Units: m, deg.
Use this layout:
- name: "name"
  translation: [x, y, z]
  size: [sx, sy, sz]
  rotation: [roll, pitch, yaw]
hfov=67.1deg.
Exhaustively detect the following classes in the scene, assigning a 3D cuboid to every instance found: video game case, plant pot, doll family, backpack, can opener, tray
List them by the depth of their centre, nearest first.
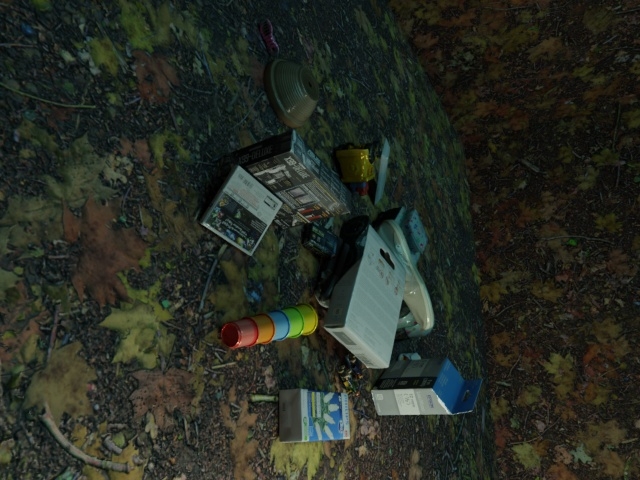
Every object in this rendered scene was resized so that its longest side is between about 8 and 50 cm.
- name: "video game case"
  translation: [-0.201, -0.074, 1.257]
  size: [0.190, 0.022, 0.173]
  rotation: [40, 76, -47]
- name: "doll family"
  translation: [0.108, 0.449, 1.606]
  size: [0.111, 0.076, 0.193]
  rotation: [62, 29, -15]
- name: "can opener"
  translation: [0.049, 0.104, 1.630]
  size: [0.074, 0.093, 0.280]
  rotation: [44, 42, -26]
- name: "plant pot"
  translation: [-0.080, -0.515, 1.649]
  size: [0.237, 0.110, 0.237]
  rotation: [32, 51, -50]
- name: "backpack"
  translation: [0.368, 0.322, 1.989]
  size: [0.144, 0.188, 0.166]
  rotation: [62, 33, -26]
- name: "tray"
  translation: [0.272, -0.297, 2.113]
  size: [0.145, 0.030, 0.270]
  rotation: [-73, 169, -45]
- name: "backpack"
  translation: [0.367, -0.007, 2.147]
  size: [0.225, 0.191, 0.253]
  rotation: [-51, 127, -56]

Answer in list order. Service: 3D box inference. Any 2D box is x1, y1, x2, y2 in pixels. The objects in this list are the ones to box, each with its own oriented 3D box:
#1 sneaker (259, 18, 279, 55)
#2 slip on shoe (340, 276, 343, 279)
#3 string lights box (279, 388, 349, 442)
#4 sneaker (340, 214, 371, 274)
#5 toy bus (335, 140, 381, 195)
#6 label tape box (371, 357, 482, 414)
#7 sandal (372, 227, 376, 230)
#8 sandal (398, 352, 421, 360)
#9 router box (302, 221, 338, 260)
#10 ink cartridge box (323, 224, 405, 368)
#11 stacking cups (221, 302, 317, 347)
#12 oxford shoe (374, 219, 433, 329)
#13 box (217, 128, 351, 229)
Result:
- name: "sneaker"
  translation: [-0.168, -0.691, 1.641]
  size: [0.057, 0.047, 0.119]
  rotation: [-59, 136, -60]
- name: "slip on shoe"
  translation: [0.083, 0.153, 1.717]
  size: [0.135, 0.041, 0.051]
  rotation: [40, 45, -47]
- name: "string lights box"
  translation: [-0.013, 0.497, 1.369]
  size: [0.259, 0.077, 0.133]
  rotation: [29, 53, -53]
- name: "sneaker"
  translation: [0.134, 0.029, 1.817]
  size: [0.130, 0.109, 0.286]
  rotation: [56, 43, -43]
- name: "toy bus"
  translation: [0.165, -0.294, 1.964]
  size: [0.220, 0.149, 0.211]
  rotation: [-38, 124, -61]
- name: "label tape box"
  translation: [0.397, 0.535, 1.788]
  size: [0.249, 0.347, 0.115]
  rotation: [-27, 101, -60]
- name: "sandal"
  translation: [0.291, 0.075, 2.020]
  size: [0.317, 0.138, 0.126]
  rotation: [58, 36, -26]
- name: "sandal"
  translation: [0.410, 0.530, 2.091]
  size: [0.265, 0.076, 0.102]
  rotation: [7, 72, -59]
- name: "router box"
  translation: [0.000, 0.000, 1.610]
  size: [0.122, 0.038, 0.092]
  rotation: [33, 48, -30]
- name: "ink cartridge box"
  translation: [0.163, 0.189, 1.619]
  size: [0.308, 0.091, 0.385]
  rotation: [47, 47, -40]
- name: "stacking cups"
  translation: [-0.125, 0.229, 1.269]
  size: [0.316, 0.096, 0.096]
  rotation: [-1, 79, -60]
- name: "oxford shoe"
  translation: [0.305, 0.139, 1.865]
  size: [0.449, 0.130, 0.169]
  rotation: [67, -15, 6]
- name: "box"
  translation: [-0.092, -0.154, 1.340]
  size: [0.307, 0.242, 0.076]
  rotation: [40, 45, -45]
